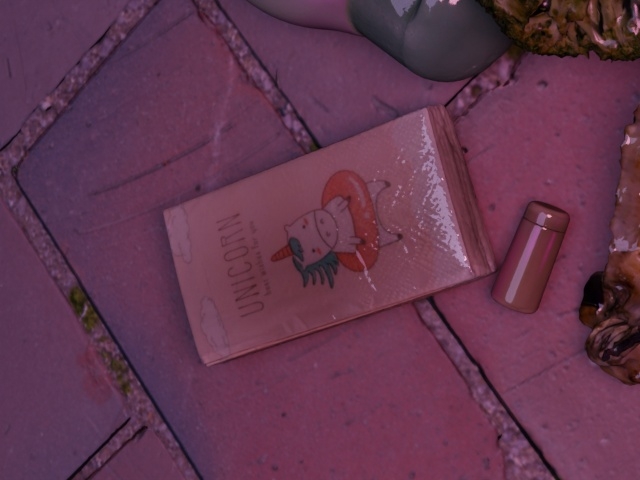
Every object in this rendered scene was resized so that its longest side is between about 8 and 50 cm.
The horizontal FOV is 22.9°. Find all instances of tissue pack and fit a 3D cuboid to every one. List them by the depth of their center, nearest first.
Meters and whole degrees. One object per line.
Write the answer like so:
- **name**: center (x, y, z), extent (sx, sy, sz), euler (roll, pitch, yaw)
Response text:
- **tissue pack**: center (0.000, 0.000, 1.514), extent (0.325, 0.071, 0.170), euler (-19, 82, 32)

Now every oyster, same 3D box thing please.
- **oyster**: center (0.305, -0.001, 1.255), extent (0.198, 0.133, 0.337), euler (57, 134, 35)

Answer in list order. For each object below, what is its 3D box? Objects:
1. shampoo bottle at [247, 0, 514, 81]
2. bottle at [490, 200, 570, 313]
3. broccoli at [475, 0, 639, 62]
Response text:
- **shampoo bottle**: center (0.039, -0.274, 1.437), extent (0.349, 0.151, 0.222), euler (40, 111, 25)
- **bottle**: center (0.188, 0.014, 1.408), extent (0.045, 0.045, 0.096), euler (26, 103, 30)
- **broccoli**: center (0.246, -0.297, 1.230), extent (0.321, 0.283, 0.304), euler (10, 82, 2)
